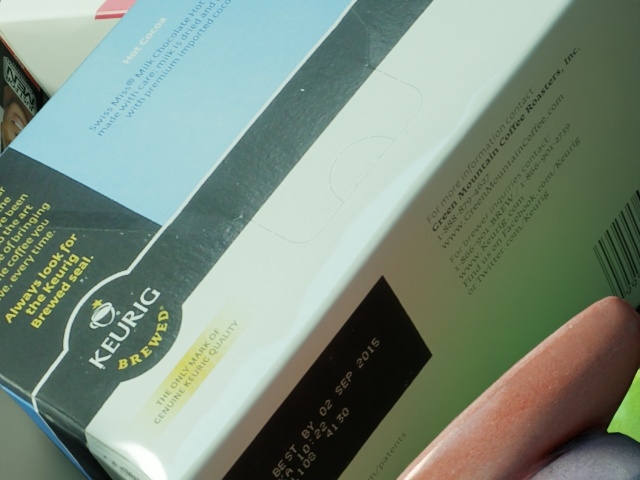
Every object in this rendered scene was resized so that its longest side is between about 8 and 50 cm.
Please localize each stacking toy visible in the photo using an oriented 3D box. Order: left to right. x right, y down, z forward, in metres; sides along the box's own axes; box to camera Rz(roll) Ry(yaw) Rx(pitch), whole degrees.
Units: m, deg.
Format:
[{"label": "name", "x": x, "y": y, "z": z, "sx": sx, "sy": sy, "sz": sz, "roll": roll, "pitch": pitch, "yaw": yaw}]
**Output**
[{"label": "stacking toy", "x": 0.132, "y": 0.141, "z": 0.796, "sx": 0.279, "sy": 0.309, "sz": 0.130, "roll": -36, "pitch": 68, "yaw": -24}]

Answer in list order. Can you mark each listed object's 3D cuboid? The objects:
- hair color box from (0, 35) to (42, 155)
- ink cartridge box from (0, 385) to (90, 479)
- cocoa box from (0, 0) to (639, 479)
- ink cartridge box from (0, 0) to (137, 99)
[{"label": "hair color box", "x": -0.214, "y": -0.069, "z": 1.220, "sx": 0.043, "sy": 0.072, "sz": 0.141, "roll": -17, "pitch": 52, "yaw": 13}, {"label": "ink cartridge box", "x": -0.189, "y": 0.191, "z": 0.876, "sx": 0.211, "sy": 0.289, "sz": 0.122, "roll": -9, "pitch": 53, "yaw": 19}, {"label": "cocoa box", "x": 0.000, "y": 0.000, "z": 0.965, "sx": 0.228, "sy": 0.231, "sz": 0.347, "roll": 27, "pitch": 71, "yaw": 37}, {"label": "ink cartridge box", "x": -0.093, "y": -0.214, "z": 1.250, "sx": 0.172, "sy": 0.100, "sz": 0.237, "roll": 0, "pitch": 57, "yaw": 24}]
